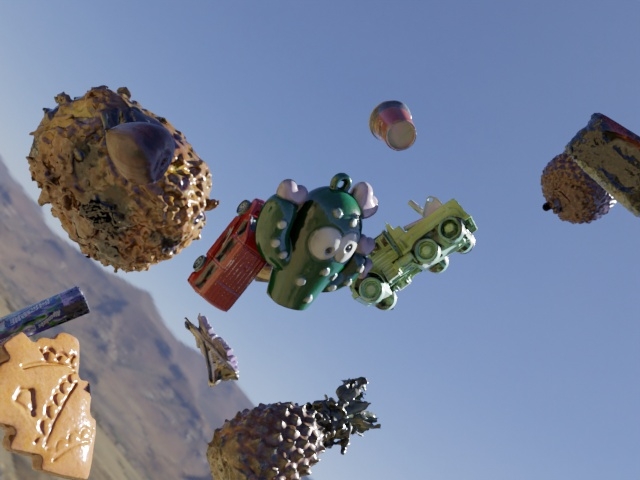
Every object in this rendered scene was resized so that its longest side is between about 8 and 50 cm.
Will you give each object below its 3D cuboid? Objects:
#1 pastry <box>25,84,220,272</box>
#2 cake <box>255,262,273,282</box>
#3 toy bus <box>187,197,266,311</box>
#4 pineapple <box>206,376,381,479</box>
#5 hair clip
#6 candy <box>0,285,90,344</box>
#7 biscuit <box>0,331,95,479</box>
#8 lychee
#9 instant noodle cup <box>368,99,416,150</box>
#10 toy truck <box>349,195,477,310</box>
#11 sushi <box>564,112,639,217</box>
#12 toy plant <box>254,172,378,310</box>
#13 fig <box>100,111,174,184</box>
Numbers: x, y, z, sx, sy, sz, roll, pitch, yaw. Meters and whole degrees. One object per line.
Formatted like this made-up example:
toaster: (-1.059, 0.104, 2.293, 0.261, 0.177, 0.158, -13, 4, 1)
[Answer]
pastry: (-0.395, -0.115, 1.617, 0.337, 0.292, 0.405, -5, -54, 27)
cake: (-0.113, -0.003, 1.956, 0.178, 0.185, 0.208, 109, -42, -75)
toy bus: (-0.136, 0.022, 1.343, 0.081, 0.195, 0.089, 39, -1, -30)
pineapple: (-0.037, 0.351, 1.464, 0.175, 0.361, 0.175, 26, -52, 40)
hair clip: (-0.258, 0.257, 1.843, 0.292, 0.084, 0.106, -137, -145, -54)
candy: (-0.779, 0.215, 2.113, 0.088, 0.312, 0.061, 35, -37, 56)
biscuit: (-0.507, 0.315, 1.477, 0.306, 0.043, 0.284, 65, 25, -11)
lychee: (0.645, -0.135, 1.981, 0.200, 0.238, 0.200, 52, -18, 24)
instant noodle cup: (0.204, -0.307, 2.163, 0.127, 0.127, 0.136, 59, 6, -26)
toy truck: (0.160, 0.018, 1.489, 0.135, 0.259, 0.128, 52, 6, 22)
sushi: (0.601, -0.148, 1.572, 0.225, 0.126, 0.136, 46, 17, 33)
toy plant: (-0.003, -0.002, 1.315, 0.112, 0.232, 0.243, 38, -46, 47)
fig: (-0.267, -0.133, 1.094, 0.125, 0.089, 0.089, 28, -22, 14)
